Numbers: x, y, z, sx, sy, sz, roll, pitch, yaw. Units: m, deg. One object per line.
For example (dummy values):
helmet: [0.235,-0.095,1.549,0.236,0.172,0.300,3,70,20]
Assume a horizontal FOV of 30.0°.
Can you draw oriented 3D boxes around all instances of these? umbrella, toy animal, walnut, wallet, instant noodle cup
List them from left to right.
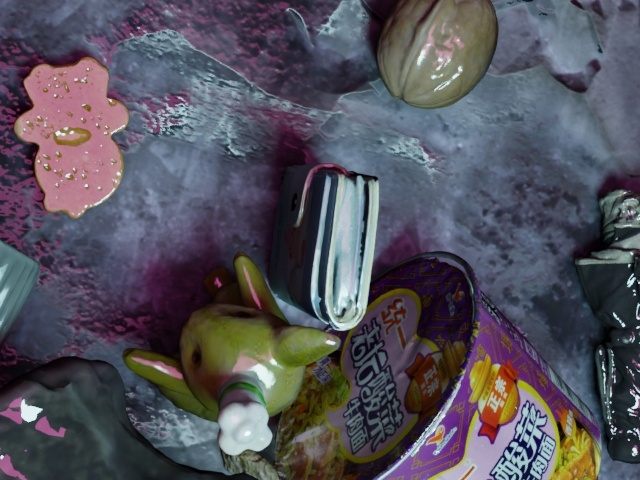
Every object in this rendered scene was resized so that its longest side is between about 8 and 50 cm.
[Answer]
toy animal: [-0.095,0.121,1.308,0.180,0.363,0.181,42,80,1]
wallet: [0.000,0.000,1.364,0.075,0.250,0.176,5,92,-14]
walnut: [0.141,-0.238,1.446,0.140,0.140,0.162,23,98,-14]
instant noodle cup: [0.146,0.224,1.399,0.266,0.340,0.340,39,84,-23]
umbrella: [0.398,0.112,1.539,0.106,0.113,0.358,0,93,-36]

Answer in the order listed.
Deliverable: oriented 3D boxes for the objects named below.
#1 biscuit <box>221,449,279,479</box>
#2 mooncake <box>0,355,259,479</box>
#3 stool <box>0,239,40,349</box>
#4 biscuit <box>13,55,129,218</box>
biscuit: [-0.026,0.346,1.441,0.032,0.133,0.250,-37,100,-27]
mooncake: [-0.222,0.312,1.204,0.381,0.212,0.350,44,121,3]
stool: [-0.481,0.105,1.241,0.297,0.297,0.330,31,82,-13]
biscuit: [-0.286,-0.124,1.404,0.133,0.027,0.184,-22,99,-12]
